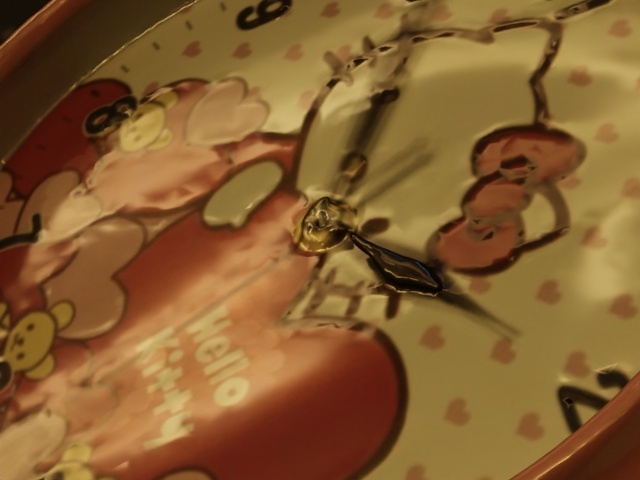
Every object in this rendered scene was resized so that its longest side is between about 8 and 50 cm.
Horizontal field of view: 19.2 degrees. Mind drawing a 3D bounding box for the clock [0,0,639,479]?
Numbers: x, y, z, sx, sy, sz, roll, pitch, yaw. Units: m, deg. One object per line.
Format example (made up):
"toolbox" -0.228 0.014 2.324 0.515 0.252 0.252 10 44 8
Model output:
"clock" 0.000 0.001 0.433 0.244 0.056 0.244 -16 44 16
